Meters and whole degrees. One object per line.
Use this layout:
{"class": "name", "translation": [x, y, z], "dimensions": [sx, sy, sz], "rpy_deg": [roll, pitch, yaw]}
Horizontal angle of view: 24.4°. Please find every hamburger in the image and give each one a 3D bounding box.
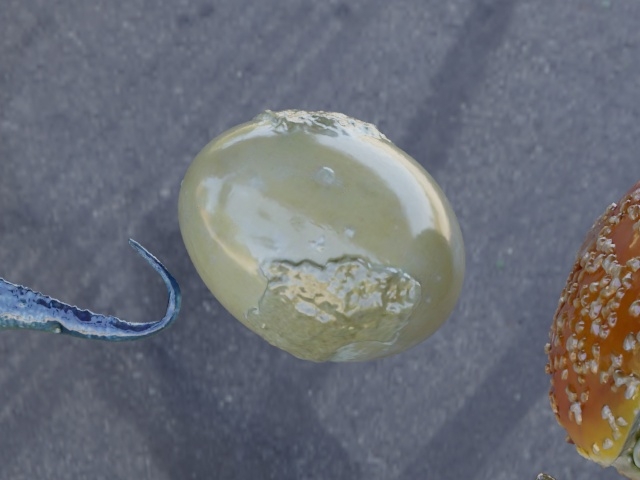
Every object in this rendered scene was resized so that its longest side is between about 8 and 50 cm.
{"class": "hamburger", "translation": [0.233, 0.047, 0.924], "dimensions": [0.147, 0.237, 0.237], "rpy_deg": [22, 41, -25]}

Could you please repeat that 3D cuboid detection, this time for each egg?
{"class": "egg", "translation": [0.001, -0.001, 0.990], "dimensions": [0.201, 0.164, 0.164], "rpy_deg": [29, 49, -5]}

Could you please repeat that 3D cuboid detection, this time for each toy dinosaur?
{"class": "toy dinosaur", "translation": [-0.278, 0.045, 1.029], "dimensions": [0.363, 0.147, 0.076], "rpy_deg": [13, 44, 3]}

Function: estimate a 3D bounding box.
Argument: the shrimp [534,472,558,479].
{"class": "shrimp", "translation": [0.150, 0.196, 0.758], "dimensions": [0.041, 0.099, 0.180], "rpy_deg": [-21, 53, -2]}
